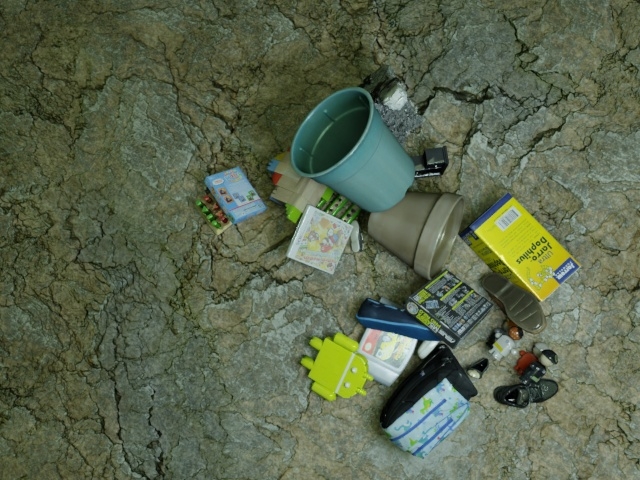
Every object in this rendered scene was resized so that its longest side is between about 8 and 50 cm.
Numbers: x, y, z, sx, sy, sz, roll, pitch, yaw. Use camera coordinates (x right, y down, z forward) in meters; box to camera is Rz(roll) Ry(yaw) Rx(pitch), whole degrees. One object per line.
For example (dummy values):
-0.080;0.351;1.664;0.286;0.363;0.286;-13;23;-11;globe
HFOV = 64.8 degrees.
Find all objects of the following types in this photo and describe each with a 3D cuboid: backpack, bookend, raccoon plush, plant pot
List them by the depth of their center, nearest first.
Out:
0.132;-0.281;1.720;0.341;0.334;0.341;-24;50;32;plant pot
0.366;0.569;1.747;0.355;0.290;0.273;-34;95;5;backpack
0.272;-0.438;1.835;0.216;0.446;0.299;-39;115;21;raccoon plush
0.338;-0.051;1.848;0.280;0.323;0.323;22;83;24;plant pot
0.398;-0.295;1.931;0.156;0.157;0.072;-7;80;2;bookend

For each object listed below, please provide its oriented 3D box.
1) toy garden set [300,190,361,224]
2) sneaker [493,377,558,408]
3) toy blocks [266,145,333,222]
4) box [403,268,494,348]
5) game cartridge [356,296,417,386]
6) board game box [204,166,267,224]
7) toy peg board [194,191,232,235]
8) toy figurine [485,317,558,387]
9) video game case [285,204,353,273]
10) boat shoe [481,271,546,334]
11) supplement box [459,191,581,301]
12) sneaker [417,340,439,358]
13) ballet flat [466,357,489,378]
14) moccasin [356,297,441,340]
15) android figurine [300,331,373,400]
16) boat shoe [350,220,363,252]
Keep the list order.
0.006;-0.126;1.987;0.244;0.049;0.204;41;86;9;toy garden set
0.746;0.546;1.791;0.227;0.130;0.087;-7;83;1;sneaker
-0.086;-0.267;1.940;0.261;0.191;0.381;25;82;39;toy blocks
0.446;0.228;1.741;0.216;0.270;0.060;39;130;23;box
0.253;0.384;1.890;0.196;0.060;0.294;26;84;4;game cartridge
-0.333;-0.180;1.982;0.160;0.039;0.211;-27;78;-39;board game box
-0.401;-0.133;2.003;0.160;0.079;0.161;-38;81;-2;toy peg board
0.706;0.385;1.776;0.209;0.213;0.148;43;101;12;toy figurine
0.000;0.000;1.898;0.227;0.026;0.206;23;90;-35;video game case
0.694;0.227;1.770;0.111;0.307;0.104;-37;123;9;boat shoe
0.714;0.033;1.838;0.195;0.194;0.356;-41;80;-3;supplement box
0.421;0.299;1.872;0.123;0.106;0.290;33;75;14;sneaker
0.561;0.455;1.801;0.057;0.173;0.049;28;105;25;ballet flat
0.297;0.266;1.791;0.342;0.138;0.117;11;60;18;moccasin
0.063;0.469;1.855;0.273;0.056;0.248;28;99;20;android figurine
0.144;-0.015;1.966;0.046;0.038;0.125;-20;70;43;boat shoe
